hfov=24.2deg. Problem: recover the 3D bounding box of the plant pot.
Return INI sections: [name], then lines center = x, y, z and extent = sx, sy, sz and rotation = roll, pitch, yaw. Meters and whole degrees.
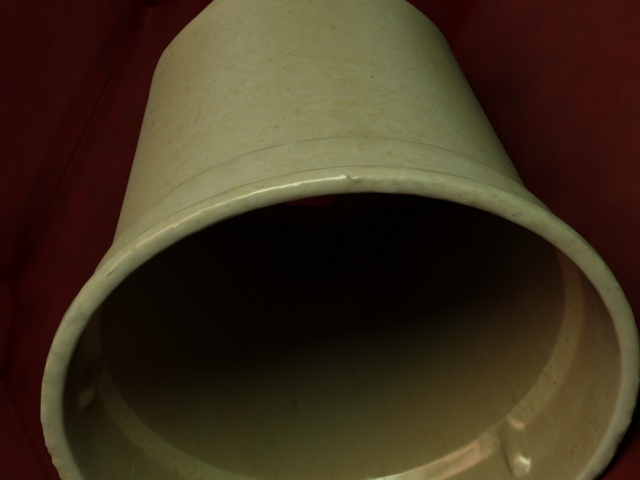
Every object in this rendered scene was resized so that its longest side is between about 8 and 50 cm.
[plant pot]
center = 0.000, 0.000, 0.943
extent = 0.334, 0.333, 0.305
rotation = -50, 29, 30
